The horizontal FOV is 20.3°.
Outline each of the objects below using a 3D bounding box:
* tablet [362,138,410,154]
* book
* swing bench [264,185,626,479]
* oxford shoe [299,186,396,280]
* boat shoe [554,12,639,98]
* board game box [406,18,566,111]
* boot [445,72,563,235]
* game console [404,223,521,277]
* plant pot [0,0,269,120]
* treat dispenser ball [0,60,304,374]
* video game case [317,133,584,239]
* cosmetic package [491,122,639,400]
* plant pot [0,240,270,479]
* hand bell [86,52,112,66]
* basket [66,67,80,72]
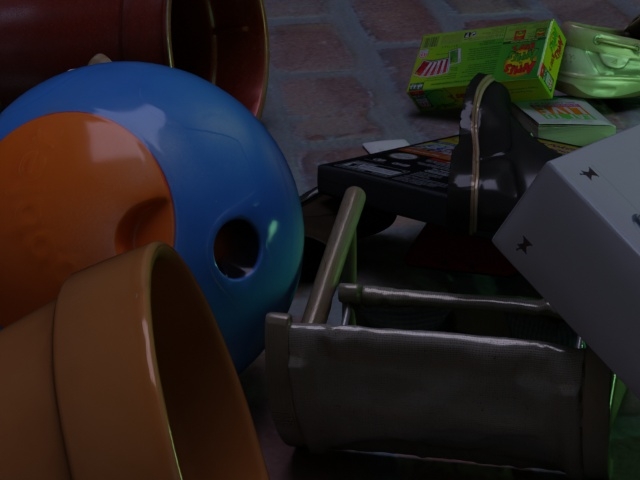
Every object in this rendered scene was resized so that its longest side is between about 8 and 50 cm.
[{"bbox_3d":[0.085,-0.103,2.085,0.054,0.006,0.083,-6,23,-14],"label":"tablet"},{"bbox_3d":[0.287,-0.144,2.151,0.096,0.035,0.144,-3,19,-9],"label":"book"},{"bbox_3d":[0.112,0.086,1.408,0.253,0.165,0.255,5,28,14],"label":"swing bench"},{"bbox_3d":[0.000,0.000,1.761,0.227,0.083,0.096,-17,50,-39],"label":"oxford shoe"},{"bbox_3d":[0.426,-0.239,2.266,0.302,0.098,0.109,-4,20,-27],"label":"boat shoe"},{"bbox_3d":[0.203,-0.214,2.197,0.181,0.043,0.092,-3,55,32],"label":"board game box"},{"bbox_3d":[0.177,-0.063,1.450,0.137,0.077,0.198,5,40,7],"label":"boot"},{"bbox_3d":[0.179,0.004,1.779,0.144,0.085,0.124,7,-10,40],"label":"game console"},{"bbox_3d":[-0.235,-0.231,2.115,0.265,0.272,0.272,-1,20,23],"label":"plant pot"},{"bbox_3d":[-0.156,-0.002,1.462,0.288,0.288,0.288,-1,22,0],"label":"treat dispenser ball"},{"bbox_3d":[0.179,-0.055,1.729,0.248,0.035,0.275,-15,22,-41],"label":"video game case"},{"bbox_3d":[0.346,0.066,1.274,0.284,0.097,0.377,-24,64,-42],"label":"cosmetic package"},{"bbox_3d":[-0.150,0.167,1.092,0.203,0.291,0.291,-17,21,5],"label":"plant pot"},{"bbox_3d":[-0.328,-0.107,1.911,0.242,0.126,0.126,-19,27,-21],"label":"hand bell"},{"bbox_3d":[-0.205,-0.086,1.851,0.103,0.167,0.113,-2,21,-20],"label":"basket"}]
